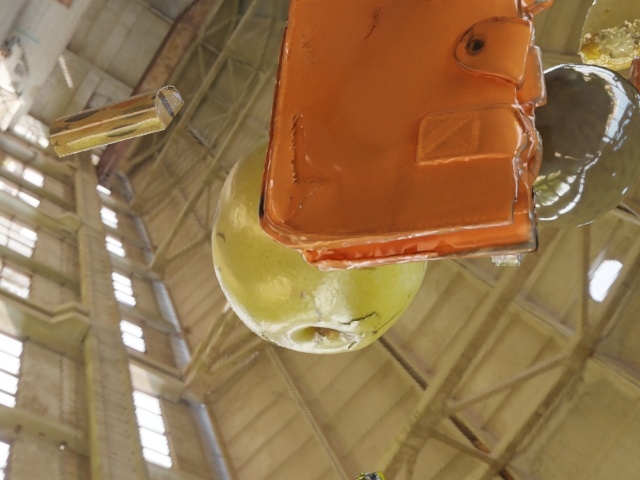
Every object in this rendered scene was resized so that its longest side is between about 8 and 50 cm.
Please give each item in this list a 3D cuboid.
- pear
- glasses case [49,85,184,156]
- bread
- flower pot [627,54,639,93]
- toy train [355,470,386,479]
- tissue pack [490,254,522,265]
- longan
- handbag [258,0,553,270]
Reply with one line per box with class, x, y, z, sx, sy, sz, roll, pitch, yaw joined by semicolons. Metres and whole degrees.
pear;0.000;0.000;1.174;0.348;0.348;0.348;-44;-152;31
glasses case;-0.259;-0.153;0.965;0.169;0.041;0.065;-10;-145;25
bread;0.785;-0.499;1.725;0.375;0.165;0.237;8;-117;48
flower pot;0.676;-0.281;1.465;0.190;0.173;0.191;8;90;-79
toy train;0.053;0.518;1.520;0.202;0.081;0.060;-39;-120;24
tissue pack;0.403;-0.066;1.637;0.073;0.173;0.235;-1;-161;21
longan;0.386;-0.150;1.219;0.258;0.258;0.258;-44;-152;31
handbag;0.095;-0.172;0.849;0.303;0.116;0.410;-7;-117;29
